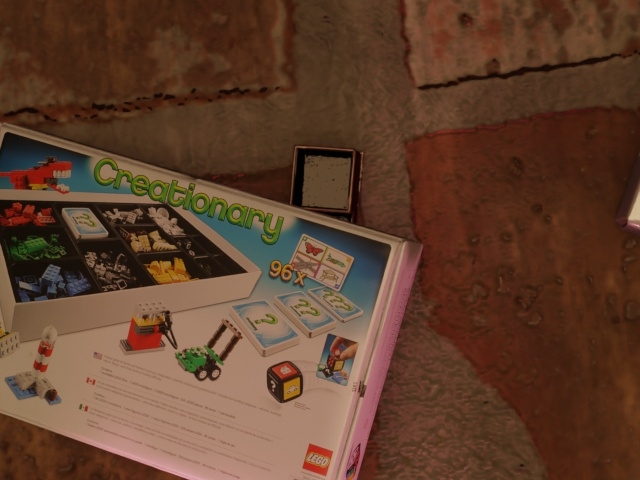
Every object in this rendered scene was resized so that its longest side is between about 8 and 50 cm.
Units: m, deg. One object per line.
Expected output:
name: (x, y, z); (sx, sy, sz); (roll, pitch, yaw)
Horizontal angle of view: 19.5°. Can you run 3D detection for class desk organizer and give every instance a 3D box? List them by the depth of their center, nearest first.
desk organizer: (0.000, 0.000, 1.276); (0.047, 0.050, 0.130); (5, 89, 5)

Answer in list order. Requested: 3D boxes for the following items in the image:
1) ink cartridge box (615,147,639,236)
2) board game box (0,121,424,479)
ink cartridge box: (0.318, -0.045, 1.230); (0.208, 0.087, 0.153); (19, 90, 6)
board game box: (-0.101, 0.052, 1.248); (0.305, 0.053, 0.193); (17, 92, 19)
